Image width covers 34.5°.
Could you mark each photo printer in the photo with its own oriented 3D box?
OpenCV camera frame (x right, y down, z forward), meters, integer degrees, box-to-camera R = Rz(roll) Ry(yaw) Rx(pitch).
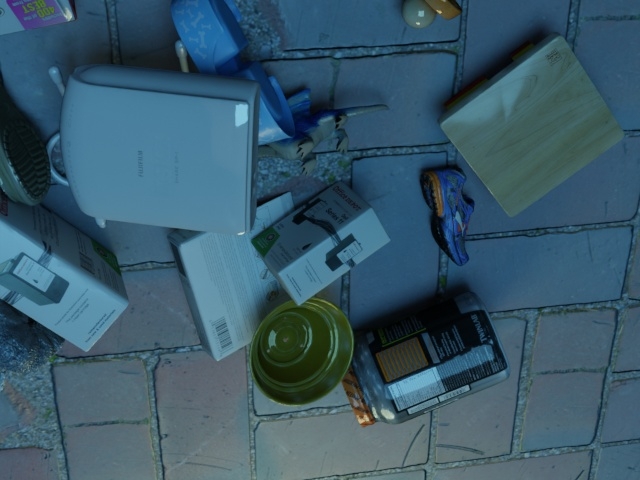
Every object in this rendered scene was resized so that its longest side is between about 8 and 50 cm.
[{"bbox_3d":[-0.251,-0.143,1.601,0.308,0.107,0.256,7,122,4],"label":"photo printer"}]

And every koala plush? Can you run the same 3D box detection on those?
[{"bbox_3d":[-0.597,0.183,1.868,0.221,0.203,0.196,-31,122,21],"label":"koala plush"}]

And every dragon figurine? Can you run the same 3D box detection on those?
[{"bbox_3d":[-0.025,-0.202,1.790,0.289,0.144,0.085,-37,142,-17],"label":"dragon figurine"}]

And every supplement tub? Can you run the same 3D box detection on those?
[{"bbox_3d":[0.200,0.244,2.052,0.316,0.193,0.193,-22,122,3],"label":"supplement tub"}]

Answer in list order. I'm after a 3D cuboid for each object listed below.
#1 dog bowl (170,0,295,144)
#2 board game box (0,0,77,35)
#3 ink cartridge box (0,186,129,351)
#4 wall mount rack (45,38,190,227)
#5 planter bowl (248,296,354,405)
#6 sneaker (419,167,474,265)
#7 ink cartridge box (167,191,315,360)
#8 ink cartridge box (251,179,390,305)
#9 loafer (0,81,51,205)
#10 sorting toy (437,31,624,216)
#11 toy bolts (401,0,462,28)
[{"bbox_3d":[-0.143,-0.283,1.665,0.074,0.166,0.297,-26,105,14],"label":"dog bowl"},{"bbox_3d":[-0.515,-0.427,1.502,0.242,0.064,0.316,-12,149,-5],"label":"board game box"},{"bbox_3d":[-0.487,0.031,1.766,0.289,0.211,0.121,38,98,-27],"label":"ink cartridge box"},{"bbox_3d":[-0.305,-0.188,1.729,0.350,0.130,0.304,-13,119,-5],"label":"wall mount rack"},{"bbox_3d":[-0.052,0.201,1.977,0.217,0.090,0.217,-6,104,-24],"label":"planter bowl"},{"bbox_3d":[0.258,-0.044,1.962,0.087,0.083,0.221,-23,126,-7],"label":"sneaker"},{"bbox_3d":[-0.142,0.059,1.953,0.239,0.060,0.275,-28,125,-24],"label":"ink cartridge box"},{"bbox_3d":[0.000,0.000,1.868,0.208,0.153,0.086,-35,122,-7],"label":"ink cartridge box"},{"bbox_3d":[-0.540,-0.177,1.704,0.092,0.102,0.268,-15,109,30],"label":"loafer"},{"bbox_3d":[0.375,-0.217,1.875,0.257,0.089,0.255,-37,121,10],"label":"sorting toy"},{"bbox_3d":[0.152,-0.439,1.645,0.158,0.218,0.228,-41,103,18],"label":"toy bolts"}]
